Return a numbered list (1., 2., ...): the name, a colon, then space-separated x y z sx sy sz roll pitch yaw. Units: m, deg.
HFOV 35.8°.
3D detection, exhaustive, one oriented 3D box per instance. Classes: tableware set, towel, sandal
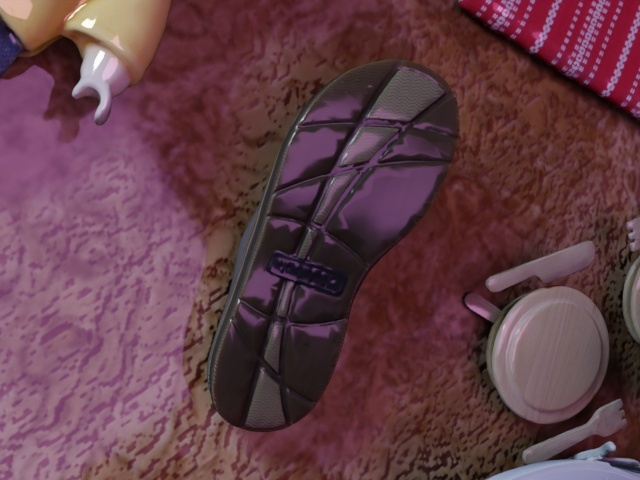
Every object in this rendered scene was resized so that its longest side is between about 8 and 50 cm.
1. tableware set: 0.185 0.053 0.641 0.194 0.039 0.128 -17 101 -21
2. towel: 0.237 -0.175 0.674 0.275 0.031 0.198 26 80 -20
3. sandal: 0.000 0.000 0.551 0.090 0.060 0.219 21 95 -17

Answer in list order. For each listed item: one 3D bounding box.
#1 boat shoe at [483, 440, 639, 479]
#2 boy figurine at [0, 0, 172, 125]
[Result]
1. boat shoe: 0.178 0.177 0.599 0.306 0.105 0.113 0 85 -31
2. boy figurine: -0.134 -0.143 0.471 0.285 0.092 0.177 -35 100 -18
